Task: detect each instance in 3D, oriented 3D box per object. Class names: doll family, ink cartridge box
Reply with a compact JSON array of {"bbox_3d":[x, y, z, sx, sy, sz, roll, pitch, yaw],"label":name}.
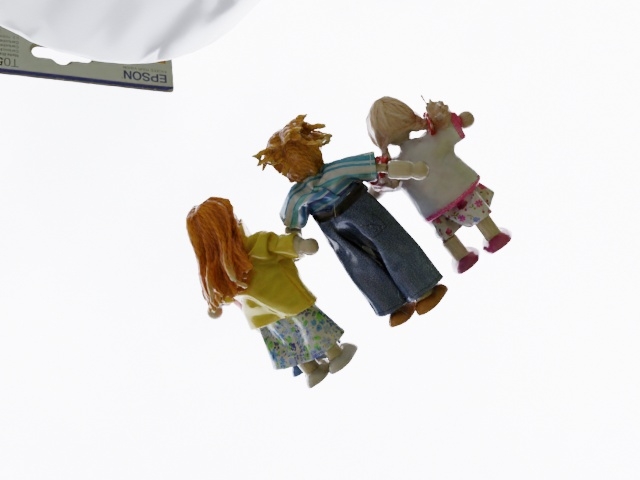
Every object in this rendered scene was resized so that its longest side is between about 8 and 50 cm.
[{"bbox_3d":[0.000,0.000,1.041,0.263,0.118,0.163,-34,-80,24],"label":"doll family"},{"bbox_3d":[-0.254,-0.243,1.425,0.223,0.045,0.224,5,-114,-20],"label":"ink cartridge box"}]

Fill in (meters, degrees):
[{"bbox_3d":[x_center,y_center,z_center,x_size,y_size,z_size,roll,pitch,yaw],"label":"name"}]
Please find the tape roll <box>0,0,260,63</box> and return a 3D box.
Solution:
[{"bbox_3d":[-0.124,-0.252,0.867,0.286,0.100,0.286,16,-121,-28],"label":"tape roll"}]
